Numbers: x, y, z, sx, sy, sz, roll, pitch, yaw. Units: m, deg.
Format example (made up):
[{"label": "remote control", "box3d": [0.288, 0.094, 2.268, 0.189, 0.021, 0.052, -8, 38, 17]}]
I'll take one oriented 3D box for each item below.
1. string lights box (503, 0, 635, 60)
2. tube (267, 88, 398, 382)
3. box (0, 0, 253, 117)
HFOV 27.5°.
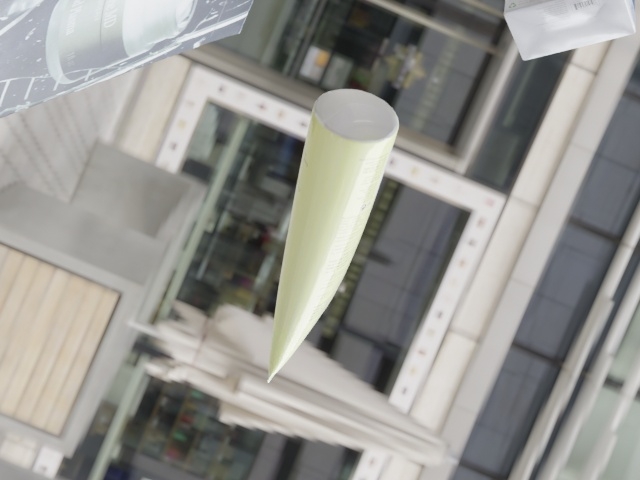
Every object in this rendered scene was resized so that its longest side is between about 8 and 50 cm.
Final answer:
[{"label": "string lights box", "box3d": [0.294, -0.335, 1.527, 0.260, 0.133, 0.077, -78, 148, -42]}, {"label": "tube", "box3d": [0.000, 0.000, 0.968, 0.240, 0.070, 0.062, 104, -33, -42]}, {"label": "box", "box3d": [-0.278, -0.355, 1.172, 0.472, 0.297, 0.480, -27, 166, -28]}]
